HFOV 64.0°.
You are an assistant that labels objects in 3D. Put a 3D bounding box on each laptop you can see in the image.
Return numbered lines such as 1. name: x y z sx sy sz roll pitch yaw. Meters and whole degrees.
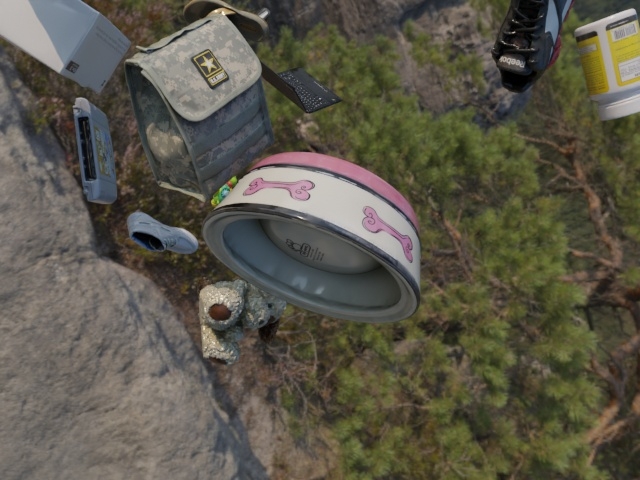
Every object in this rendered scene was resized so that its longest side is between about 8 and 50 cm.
1. laptop: -0.080 -0.547 1.719 0.264 0.137 0.234 -30 63 -34

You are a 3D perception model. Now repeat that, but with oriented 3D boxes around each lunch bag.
1. lunch bag: -0.229 -0.265 0.996 0.235 0.168 0.287 -49 145 -36

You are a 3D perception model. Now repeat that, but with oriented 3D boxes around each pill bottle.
1. pill bottle: 0.637 -0.376 1.112 0.119 0.119 0.209 -36 110 -54

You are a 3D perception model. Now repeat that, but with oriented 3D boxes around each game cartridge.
1. game cartridge: -0.682 -0.264 1.565 0.198 0.062 0.298 -149 -127 -87

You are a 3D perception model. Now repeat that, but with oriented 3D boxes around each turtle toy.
1. turtle toy: -0.320 -0.172 1.707 0.066 0.095 0.130 14 56 -3

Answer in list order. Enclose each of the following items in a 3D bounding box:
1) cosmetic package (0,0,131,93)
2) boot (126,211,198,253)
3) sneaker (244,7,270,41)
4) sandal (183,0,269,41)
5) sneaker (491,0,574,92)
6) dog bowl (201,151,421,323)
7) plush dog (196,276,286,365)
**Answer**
1. cosmetic package: -0.631 -0.495 1.086 0.385 0.156 0.217 32 3 -7
2. boot: -0.518 0.005 1.695 0.258 0.095 0.123 26 22 -33
3. sneaker: -0.243 -0.558 1.312 0.228 0.086 0.132 -45 103 -12
4. sandal: -0.196 -0.442 1.043 0.180 0.072 0.049 17 56 0
5. sneaker: 0.349 -0.356 0.850 0.135 0.097 0.276 -54 153 -16
6. dog bowl: 0.000 0.000 0.943 0.408 0.407 0.150 42 59 -39
7. plush dog: -0.199 0.173 1.337 0.225 0.263 0.211 -4 40 -18
